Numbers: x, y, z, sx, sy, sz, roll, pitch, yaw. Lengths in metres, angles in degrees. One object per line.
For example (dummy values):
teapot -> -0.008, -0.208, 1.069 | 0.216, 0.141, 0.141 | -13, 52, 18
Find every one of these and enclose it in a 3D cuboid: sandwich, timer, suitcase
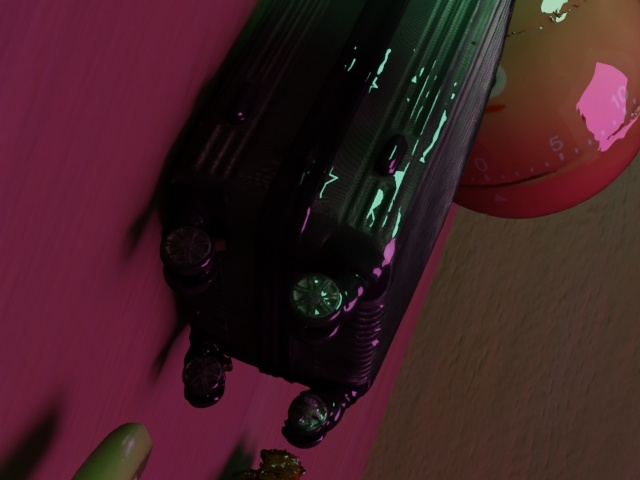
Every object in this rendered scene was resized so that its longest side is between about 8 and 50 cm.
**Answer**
sandwich -> -0.067, 0.267, 0.994 | 0.235, 0.079, 0.159 | 89, 12, -73
timer -> 0.156, -0.138, 0.902 | 0.215, 0.229, 0.230 | 55, 48, -36
suitcase -> 0.019, -0.052, 0.656 | 0.202, 0.128, 0.312 | 94, 18, -58

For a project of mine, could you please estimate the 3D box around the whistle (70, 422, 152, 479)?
whistle -> -0.122, 0.157, 0.434 | 0.227, 0.085, 0.105 | -57, 173, -52
